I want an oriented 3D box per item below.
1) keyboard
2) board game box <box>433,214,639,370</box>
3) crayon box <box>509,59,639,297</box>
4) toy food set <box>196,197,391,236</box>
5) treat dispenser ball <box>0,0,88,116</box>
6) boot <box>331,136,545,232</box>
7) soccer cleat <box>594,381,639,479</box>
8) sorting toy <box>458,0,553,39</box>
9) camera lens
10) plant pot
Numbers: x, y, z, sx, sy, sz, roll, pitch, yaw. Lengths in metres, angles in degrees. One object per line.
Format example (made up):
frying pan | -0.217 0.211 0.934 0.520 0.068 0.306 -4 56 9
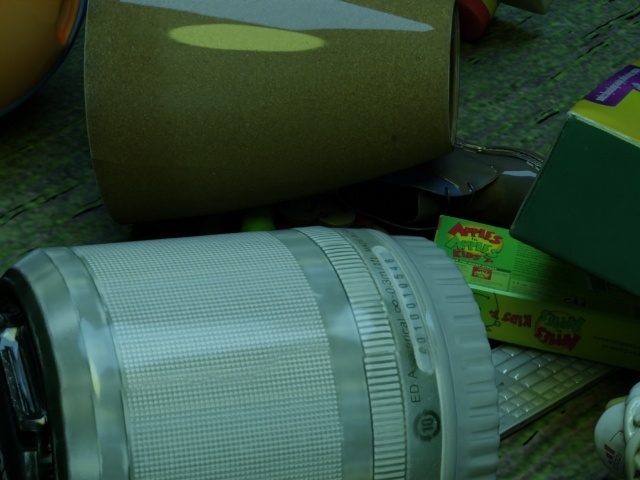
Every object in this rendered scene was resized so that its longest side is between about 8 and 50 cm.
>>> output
keyboard | 0.169 0.089 1.413 0.256 0.014 0.072 -24 46 -40
board game box | 0.169 0.039 1.437 0.181 0.043 0.092 12 32 5
crayon box | 0.326 -0.007 1.384 0.313 0.106 0.363 27 17 10
toy food set | 0.000 0.000 1.479 0.192 0.038 0.132 13 34 5
treat dispenser ball | -0.321 -0.222 1.500 0.288 0.288 0.288 7 34 -5
boot | 0.113 -0.028 1.521 0.219 0.082 0.106 26 46 9
soccer cleat | 0.246 0.136 1.188 0.143 0.116 0.331 1 -4 3
sorting toy | 0.065 -0.294 1.779 0.255 0.257 0.089 21 71 27
camera lens | -0.059 0.105 1.144 0.274 0.219 0.219 -5 36 -21
plant pot | -0.025 -0.126 1.444 0.254 0.237 0.237 2 33 7
